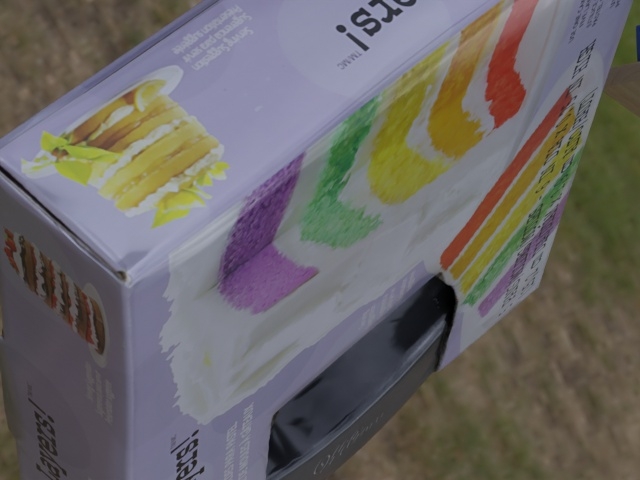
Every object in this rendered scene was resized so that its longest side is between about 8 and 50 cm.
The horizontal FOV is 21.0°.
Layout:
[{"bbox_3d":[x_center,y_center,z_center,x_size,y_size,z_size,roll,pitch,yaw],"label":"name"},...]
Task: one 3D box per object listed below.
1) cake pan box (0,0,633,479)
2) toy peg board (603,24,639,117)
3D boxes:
[{"bbox_3d":[0.000,0.000,0.612,0.246,0.267,0.070,-36,66,-27],"label":"cake pan box"},{"bbox_3d":[0.304,-0.134,1.226,0.161,0.161,0.079,24,62,-52],"label":"toy peg board"}]
